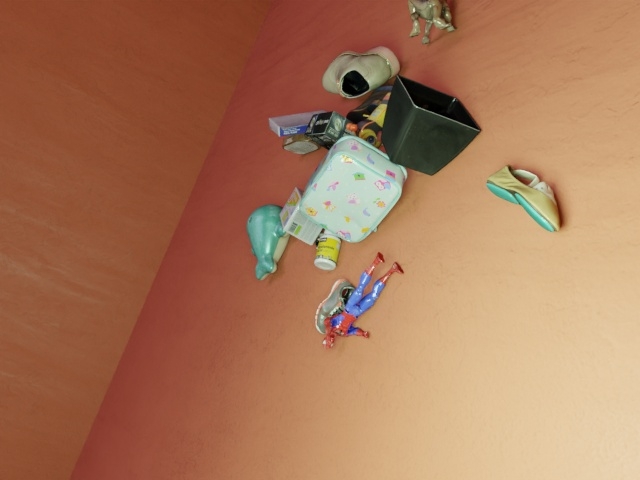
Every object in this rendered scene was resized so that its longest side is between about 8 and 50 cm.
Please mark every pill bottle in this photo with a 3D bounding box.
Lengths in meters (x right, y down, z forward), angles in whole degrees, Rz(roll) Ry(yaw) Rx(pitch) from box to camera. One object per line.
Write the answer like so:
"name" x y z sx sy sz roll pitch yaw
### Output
"pill bottle" 0.024 0.022 1.748 0.065 0.065 0.116 -24 46 52

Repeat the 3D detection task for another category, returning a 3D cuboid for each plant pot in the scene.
"plant pot" 0.253 -0.274 1.496 0.187 0.188 0.167 -102 32 -51

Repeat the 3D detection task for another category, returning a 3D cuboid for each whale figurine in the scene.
"whale figurine" -0.192 -0.003 2.078 0.216 0.141 0.272 -32 41 46

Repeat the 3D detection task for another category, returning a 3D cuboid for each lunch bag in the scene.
"lunch bag" 0.085 -0.126 1.576 0.279 0.224 0.108 -51 15 48

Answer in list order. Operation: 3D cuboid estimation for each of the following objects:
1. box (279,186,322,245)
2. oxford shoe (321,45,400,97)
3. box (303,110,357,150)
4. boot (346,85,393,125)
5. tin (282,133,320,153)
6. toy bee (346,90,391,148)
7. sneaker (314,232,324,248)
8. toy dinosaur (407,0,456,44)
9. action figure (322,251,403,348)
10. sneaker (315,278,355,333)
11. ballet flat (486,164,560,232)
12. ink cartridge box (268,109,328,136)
"box" -0.054 -0.081 1.899 0.114 0.103 0.203 -59 15 10
"oxford shoe" 0.093 -0.547 2.012 0.146 0.140 0.397 -43 20 -19
"box" 0.064 -0.319 1.856 0.147 0.180 0.078 15 79 63
"boot" 0.168 -0.422 1.909 0.106 0.082 0.219 -50 20 -19
"tin" -0.071 -0.357 2.218 0.189 0.106 0.040 -5 68 61
"toy bee" 0.166 -0.316 1.696 0.195 0.162 0.298 -4 62 58
"sneaker" 0.000 0.000 1.844 0.032 0.037 0.083 -50 28 28
"toy dinosaur" 0.304 -0.688 1.720 0.127 0.295 0.200 -10 95 30
"action figure" 0.091 0.176 1.453 0.280 0.091 0.139 -53 19 19
"sneaker" 0.041 0.177 1.588 0.065 0.061 0.158 21 86 57
"ballet flat" 0.403 -0.093 1.162 0.073 0.080 0.232 -43 31 6
"ink cartridge box" -0.055 -0.413 2.141 0.224 0.223 0.045 -129 31 -64
